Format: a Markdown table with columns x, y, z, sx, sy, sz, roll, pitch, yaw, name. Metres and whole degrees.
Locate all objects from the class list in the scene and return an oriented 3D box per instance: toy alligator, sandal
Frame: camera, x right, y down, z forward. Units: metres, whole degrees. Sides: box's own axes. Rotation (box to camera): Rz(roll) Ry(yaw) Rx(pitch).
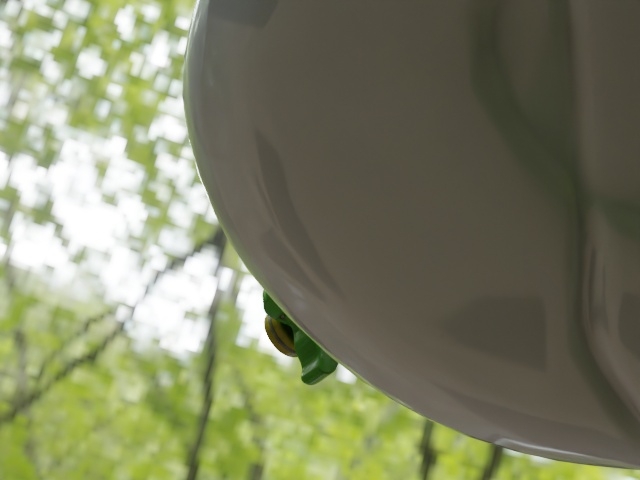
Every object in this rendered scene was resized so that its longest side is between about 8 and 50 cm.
| x | y | z | sx | sy | sz | roll | pitch | yaw | name |
| --- | --- | --- | --- | --- | --- | --- | --- | --- | --- |
| 0.000 | 0.000 | 1.027 | 0.051 | 0.189 | 0.056 | 42 | -55 | -20 | toy alligator |
| 0.170 | -0.072 | 0.416 | 0.416 | 0.169 | 0.102 | -22 | 9 | -10 | sandal |
